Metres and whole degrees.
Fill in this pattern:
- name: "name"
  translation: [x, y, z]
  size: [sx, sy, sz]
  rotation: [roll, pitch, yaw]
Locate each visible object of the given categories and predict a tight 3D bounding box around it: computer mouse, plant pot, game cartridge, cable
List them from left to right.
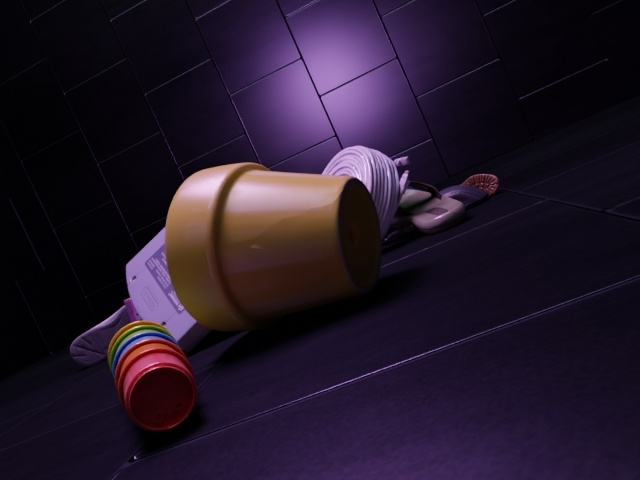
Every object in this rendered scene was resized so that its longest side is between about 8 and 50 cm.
- name: "game cartridge"
  translation: [-0.260, 0.074, 0.985]
  size: [0.198, 0.062, 0.297]
  rotation: [-49, 43, -4]
- name: "plant pot"
  translation: [-0.050, 0.002, 0.757]
  size: [0.239, 0.253, 0.254]
  rotation: [-7, 11, 26]
- name: "cable"
  translation: [0.067, -0.079, 1.144]
  size: [0.089, 0.256, 0.257]
  rotation: [17, 2, -30]
- name: "computer mouse"
  translation: [0.245, -0.068, 1.203]
  size: [0.262, 0.060, 0.184]
  rotation: [-22, 3, 35]

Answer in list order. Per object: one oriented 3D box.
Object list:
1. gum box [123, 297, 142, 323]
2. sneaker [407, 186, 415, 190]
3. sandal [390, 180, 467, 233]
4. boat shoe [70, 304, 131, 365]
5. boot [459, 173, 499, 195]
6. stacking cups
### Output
- name: "gum box"
  translation: [-0.320, 0.151, 1.155]
  size: [0.189, 0.107, 0.062]
  rotation: [-18, -1, -33]
- name: "sneaker"
  translation: [0.121, -0.058, 1.389]
  size: [0.341, 0.124, 0.140]
  rotation: [-25, 1, -29]
- name: "sandal"
  translation: [0.200, -0.086, 1.116]
  size: [0.120, 0.086, 0.303]
  rotation: [-37, 19, -13]
- name: "boat shoe"
  translation: [-0.532, 0.237, 1.457]
  size: [0.321, 0.118, 0.103]
  rotation: [-31, 9, -9]
- name: "boot"
  translation: [0.386, -0.131, 1.264]
  size: [0.085, 0.059, 0.158]
  rotation: [-20, 0, -27]
- name: "stacking cups"
  translation: [-0.203, 0.146, 0.612]
  size: [0.096, 0.095, 0.316]
  rotation: [-25, 3, -21]
